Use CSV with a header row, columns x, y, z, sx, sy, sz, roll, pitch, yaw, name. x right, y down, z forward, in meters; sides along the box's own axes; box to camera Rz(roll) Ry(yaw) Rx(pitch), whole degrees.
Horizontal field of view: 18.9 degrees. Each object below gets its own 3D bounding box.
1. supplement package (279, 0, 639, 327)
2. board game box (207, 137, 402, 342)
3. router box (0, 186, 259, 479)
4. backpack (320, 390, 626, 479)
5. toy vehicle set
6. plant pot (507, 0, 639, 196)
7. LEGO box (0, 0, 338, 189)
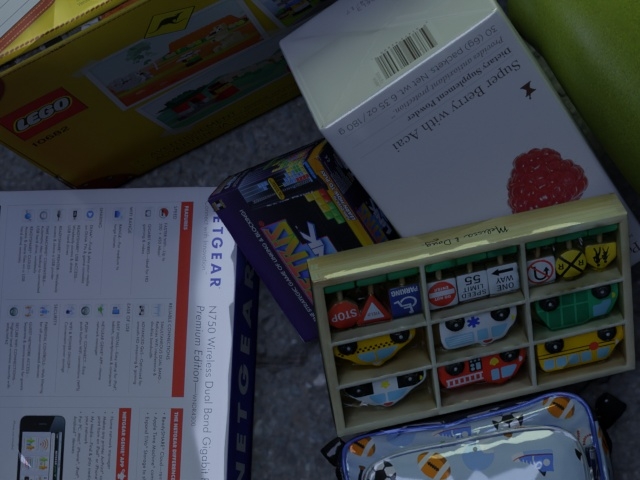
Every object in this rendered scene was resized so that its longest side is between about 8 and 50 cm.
x,y,z,sx,sy,sz,roll,pitch,yaw,name
0.127,-0.081,1.652,0.177,0.293,0.175,-35,33,7,supplement package
0.000,0.000,1.742,0.141,0.048,0.170,-21,110,38,board game box
-0.215,0.120,1.827,0.301,0.082,0.335,0,79,14,router box
0.148,0.275,1.647,0.276,0.213,0.263,-12,86,9,backpack
0.130,0.063,1.615,0.267,0.166,0.035,-13,34,-3,toy vehicle set
0.350,-0.166,1.570,0.366,0.366,0.353,-46,61,1,plant pot
-0.093,-0.261,1.725,0.500,0.372,0.193,-26,73,7,LEGO box
